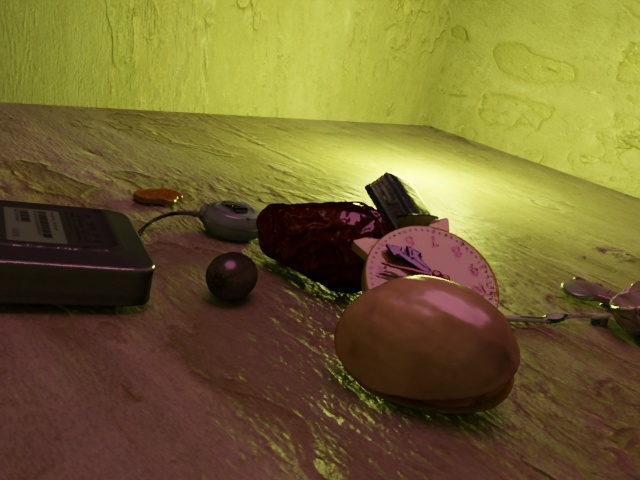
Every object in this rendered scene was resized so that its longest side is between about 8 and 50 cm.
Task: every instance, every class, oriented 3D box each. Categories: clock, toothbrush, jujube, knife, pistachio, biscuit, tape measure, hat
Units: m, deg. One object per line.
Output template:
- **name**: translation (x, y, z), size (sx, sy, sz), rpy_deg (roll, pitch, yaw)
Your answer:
- **clock**: translation (0.220, 0.081, 1.672), size (0.277, 0.071, 0.293), rpy_deg (-20, 63, -24)
- **toothbrush**: translation (0.514, 0.172, 1.878), size (0.304, 0.030, 0.030), rpy_deg (4, 18, -19)
- **jujube**: translation (0.000, 0.000, 1.878), size (0.342, 0.216, 0.216), rpy_deg (16, 17, 39)
- **knife**: translation (0.773, 0.172, 2.015), size (0.399, 0.038, 0.132), rpy_deg (20, 26, 26)
- **pistachio**: translation (0.176, 0.173, 1.406), size (0.309, 0.229, 0.230), rpy_deg (20, 19, 17)
- **biscuit**: translation (-0.431, -0.114, 2.264), size (0.140, 0.023, 0.118), rpy_deg (-5, 23, -43)
- **tape measure**: translation (-0.282, -0.049, 2.042), size (0.330, 0.084, 0.164), rpy_deg (-4, 18, -43)
- **hat**: translation (0.778, 0.188, 1.889), size (0.220, 0.164, 0.226), rpy_deg (-27, 77, -35)

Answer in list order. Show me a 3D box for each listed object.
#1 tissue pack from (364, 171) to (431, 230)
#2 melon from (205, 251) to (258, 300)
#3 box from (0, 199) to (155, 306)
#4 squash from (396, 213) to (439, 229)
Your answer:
- **tissue pack**: translation (0.221, -0.031, 1.978), size (0.257, 0.081, 0.185), rpy_deg (61, 17, 16)
- **melon**: translation (-0.176, 0.071, 1.690), size (0.098, 0.098, 0.131), rpy_deg (17, 15, 22)
- **box**: translation (-0.544, 0.015, 1.638), size (0.397, 0.111, 0.396), rpy_deg (4, 17, -24)
- **squash**: translation (0.219, 0.053, 1.817), size (0.094, 0.224, 0.094), rpy_deg (-3, -10, -1)
